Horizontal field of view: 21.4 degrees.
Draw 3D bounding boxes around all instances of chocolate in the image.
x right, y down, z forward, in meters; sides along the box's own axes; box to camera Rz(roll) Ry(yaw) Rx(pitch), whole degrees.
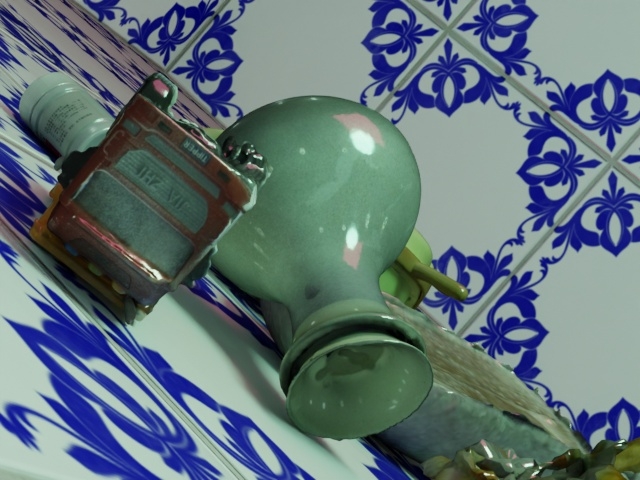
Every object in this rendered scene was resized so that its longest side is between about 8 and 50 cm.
[{"bbox_3d":[0.076,0.124,1.449,0.303,0.100,0.185,29,15,-27],"label":"chocolate"}]

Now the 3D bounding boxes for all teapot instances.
[{"bbox_3d":[0.004,0.020,1.255,0.183,0.183,0.251,38,24,-41],"label":"teapot"}]

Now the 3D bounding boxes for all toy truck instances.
[{"bbox_3d":[-0.116,-0.032,1.115,0.114,0.135,0.270,38,-1,-8],"label":"toy truck"}]

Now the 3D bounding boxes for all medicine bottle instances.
[{"bbox_3d":[-0.209,-0.096,1.439,0.091,0.058,0.058,43,4,33],"label":"medicine bottle"}]

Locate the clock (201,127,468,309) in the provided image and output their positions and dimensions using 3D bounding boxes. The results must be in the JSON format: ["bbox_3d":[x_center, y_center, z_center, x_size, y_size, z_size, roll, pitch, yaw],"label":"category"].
[{"bbox_3d":[0.000,0.000,1.602,0.235,0.096,0.308,40,-14,-35],"label":"clock"}]

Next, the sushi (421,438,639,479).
[{"bbox_3d":[0.202,0.241,0.809,0.417,0.176,0.417,35,9,-6],"label":"sushi"}]

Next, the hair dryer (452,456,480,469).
[{"bbox_3d":[0.199,0.269,1.302,0.296,0.119,0.298,37,-12,-5],"label":"hair dryer"}]

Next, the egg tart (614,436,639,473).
[{"bbox_3d":[0.417,0.279,1.656,0.388,0.387,0.169,36,38,-57],"label":"egg tart"}]

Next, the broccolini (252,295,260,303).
[{"bbox_3d":[-0.118,-0.003,1.558,0.218,0.044,0.042,46,-13,-11],"label":"broccolini"}]
